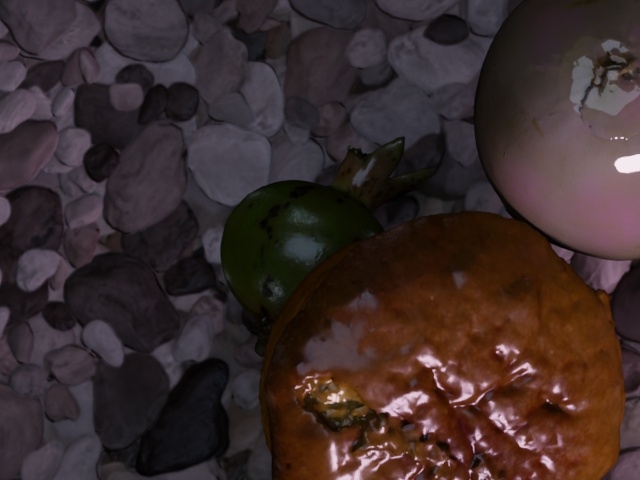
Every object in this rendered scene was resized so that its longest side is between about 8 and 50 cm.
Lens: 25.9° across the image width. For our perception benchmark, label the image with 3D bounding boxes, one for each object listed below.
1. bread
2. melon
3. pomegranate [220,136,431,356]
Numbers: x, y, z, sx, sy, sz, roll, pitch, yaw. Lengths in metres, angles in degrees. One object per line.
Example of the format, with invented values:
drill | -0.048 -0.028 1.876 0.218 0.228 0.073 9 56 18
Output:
bread | 0.088 0.125 1.118 0.312 0.172 0.312 -3 100 -17
melon | 0.235 -0.096 1.117 0.223 0.317 0.223 -2 79 11
pomegranate | 0.010 0.001 1.259 0.220 0.156 0.156 -33 67 -28
